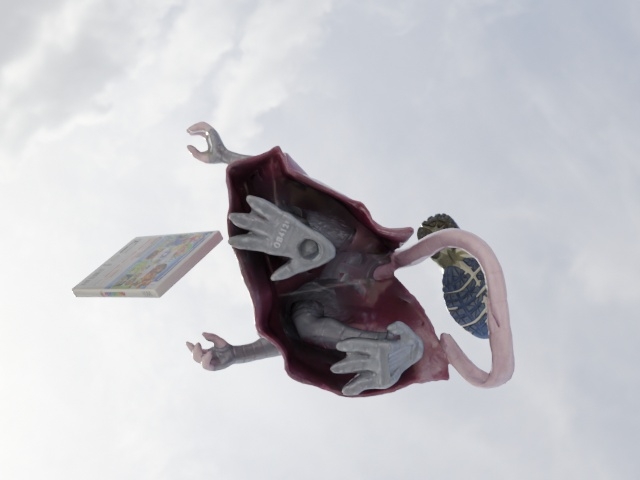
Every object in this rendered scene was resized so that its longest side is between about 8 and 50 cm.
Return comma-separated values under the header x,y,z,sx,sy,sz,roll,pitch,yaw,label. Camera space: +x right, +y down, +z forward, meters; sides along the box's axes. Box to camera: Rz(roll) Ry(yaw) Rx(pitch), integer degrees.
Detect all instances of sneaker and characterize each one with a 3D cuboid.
x,y,z,sx,sy,sz,roll,pitch,yaw,label
0.140,0.036,0.718,0.052,0.058,0.135,-30,-128,17,sneaker

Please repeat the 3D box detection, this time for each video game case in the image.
x,y,z,sx,sy,sz,roll,pitch,yaw,label
-0.153,0.021,0.672,0.122,0.087,0.011,-4,-59,41,video game case

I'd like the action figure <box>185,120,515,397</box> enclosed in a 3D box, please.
x,y,z,sx,sy,sz,roll,pitch,yaw,label
0.000,0.000,0.743,0.275,0.370,0.248,-3,-85,-3,action figure
